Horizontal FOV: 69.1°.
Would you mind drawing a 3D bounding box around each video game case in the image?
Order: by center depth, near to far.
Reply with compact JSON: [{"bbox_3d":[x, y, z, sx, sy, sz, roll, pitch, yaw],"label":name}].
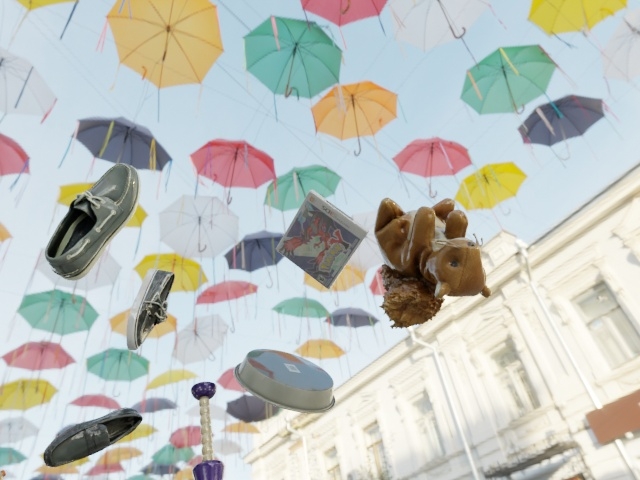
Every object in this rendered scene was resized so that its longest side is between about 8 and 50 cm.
[{"bbox_3d":[0.000,0.000,1.212,0.183,0.023,0.201,36,-64,9],"label":"video game case"}]

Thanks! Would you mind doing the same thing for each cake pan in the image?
[{"bbox_3d":[-0.090,0.374,1.272,0.293,0.293,0.054,17,-86,-28],"label":"cake pan"}]

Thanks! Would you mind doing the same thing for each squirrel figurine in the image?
[{"bbox_3d":[0.338,0.091,1.415,0.281,0.370,0.397,5,-64,-28],"label":"squirrel figurine"}]

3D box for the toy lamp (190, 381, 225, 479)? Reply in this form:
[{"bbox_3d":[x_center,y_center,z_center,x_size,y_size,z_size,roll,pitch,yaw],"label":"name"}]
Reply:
[{"bbox_3d":[-0.284,0.495,1.166,0.080,0.275,0.080,-8,-45,-8],"label":"toy lamp"}]

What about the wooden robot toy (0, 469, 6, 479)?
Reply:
[{"bbox_3d":[-0.553,0.418,0.762,0.076,0.079,0.173,34,-65,12],"label":"wooden robot toy"}]

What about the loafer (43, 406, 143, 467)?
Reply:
[{"bbox_3d":[-0.528,0.458,1.094,0.078,0.076,0.223,-10,2,35],"label":"loafer"}]

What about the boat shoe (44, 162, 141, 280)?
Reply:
[{"bbox_3d":[-0.531,-0.063,1.093,0.116,0.319,0.099,17,-24,12],"label":"boat shoe"}]

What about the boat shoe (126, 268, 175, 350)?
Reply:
[{"bbox_3d":[-0.565,0.231,1.572,0.105,0.306,0.113,6,-46,-2],"label":"boat shoe"}]
